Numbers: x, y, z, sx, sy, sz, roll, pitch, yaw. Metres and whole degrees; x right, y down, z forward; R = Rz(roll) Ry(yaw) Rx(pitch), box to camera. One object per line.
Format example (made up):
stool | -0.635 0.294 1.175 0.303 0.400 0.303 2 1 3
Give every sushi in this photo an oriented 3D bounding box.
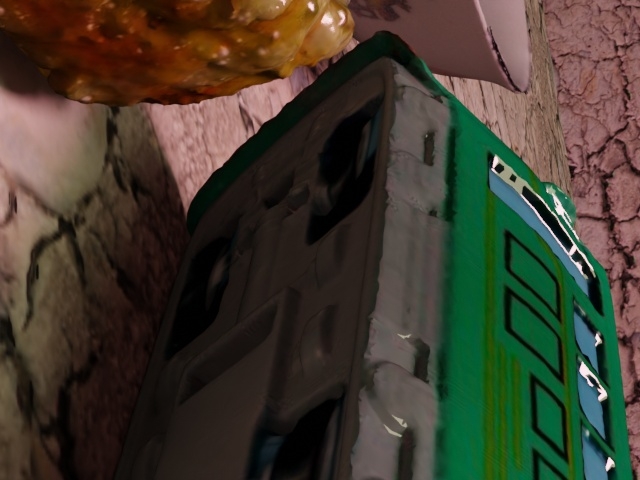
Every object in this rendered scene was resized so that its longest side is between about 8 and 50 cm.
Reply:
sushi | -0.083 -0.170 0.509 0.274 0.139 0.184 47 34 -61

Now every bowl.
bowl | 0.044 -0.260 0.960 0.345 0.157 0.345 -10 90 -74

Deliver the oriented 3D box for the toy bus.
toy bus | 0.030 0.090 0.563 0.199 0.183 0.343 37 35 -21
